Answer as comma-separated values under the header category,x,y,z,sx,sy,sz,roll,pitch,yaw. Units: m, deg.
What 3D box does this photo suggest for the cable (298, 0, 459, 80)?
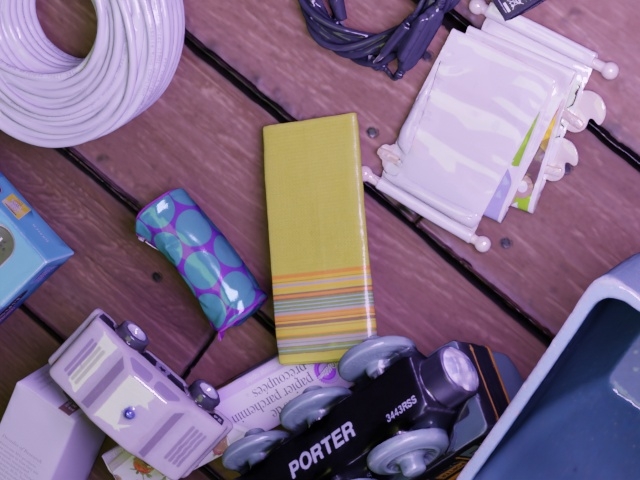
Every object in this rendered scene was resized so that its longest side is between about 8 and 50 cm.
category,x,y,z,sx,sy,sz,roll,pitch,yaw
cable,0.057,-0.248,1.415,0.150,0.047,0.184,39,125,16

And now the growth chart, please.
category,x,y,z,sx,sy,sz,roll,pitch,yaw
growth chart,0.155,-0.102,1.429,0.172,0.021,0.237,36,117,9

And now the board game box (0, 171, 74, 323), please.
category,x,y,z,sx,sy,sz,roll,pitch,yaw
board game box,-0.473,-0.023,1.671,0.254,0.079,0.336,-43,86,15

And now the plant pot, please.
category,x,y,z,sx,sy,sz,roll,pitch,yaw
plant pot,0.303,0.153,1.312,0.247,0.252,0.248,35,117,10

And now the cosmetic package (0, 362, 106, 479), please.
category,x,y,z,sx,sy,sz,roll,pitch,yaw
cosmetic package,-0.306,0.242,1.692,0.085,0.117,0.231,31,115,13

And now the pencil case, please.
category,x,y,z,sx,sy,sz,roll,pitch,yaw
pencil case,-0.122,0.022,1.568,0.070,0.064,0.152,-39,88,13

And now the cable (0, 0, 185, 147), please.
category,x,y,z,sx,sy,sz,roll,pitch,yaw
cable,-0.260,-0.225,1.539,0.257,0.089,0.257,-40,88,30

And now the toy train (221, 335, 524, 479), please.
category,x,y,z,sx,sy,sz,roll,pitch,yaw
toy train,0.051,0.208,1.482,0.334,0.190,0.142,-40,53,32

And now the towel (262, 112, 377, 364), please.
category,x,y,z,sx,sy,sz,roll,pitch,yaw
towel,0.000,0.000,1.494,0.102,0.021,0.237,-6,85,20

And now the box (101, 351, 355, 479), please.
category,x,y,z,sx,sy,sz,roll,pitch,yaw
box,-0.087,0.177,1.603,0.324,0.067,0.063,-31,92,30

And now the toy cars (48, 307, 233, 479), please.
category,x,y,z,sx,sy,sz,roll,pitch,yaw
toy cars,-0.170,0.262,1.557,0.176,0.087,0.394,-7,104,7

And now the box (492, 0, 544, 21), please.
category,x,y,z,sx,sy,sz,roll,pitch,yaw
box,0.182,-0.379,1.297,0.242,0.076,0.307,-31,92,29
